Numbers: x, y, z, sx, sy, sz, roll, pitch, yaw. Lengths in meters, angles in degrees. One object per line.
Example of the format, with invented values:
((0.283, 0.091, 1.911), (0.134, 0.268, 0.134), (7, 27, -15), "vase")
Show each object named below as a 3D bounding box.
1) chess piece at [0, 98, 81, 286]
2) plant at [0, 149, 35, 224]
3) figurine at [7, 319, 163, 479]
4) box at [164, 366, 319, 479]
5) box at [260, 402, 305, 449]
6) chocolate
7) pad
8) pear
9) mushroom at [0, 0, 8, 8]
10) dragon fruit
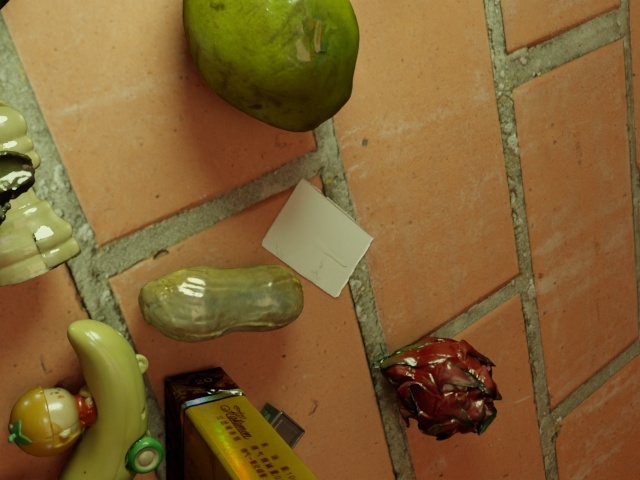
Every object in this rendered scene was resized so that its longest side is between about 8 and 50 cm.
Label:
((-0.456, -0.098, 0.932), (0.124, 0.138, 0.307), (-61, 140, -66), "chess piece")
((-0.466, -0.067, 0.792), (0.233, 0.204, 0.178), (-24, 115, 9), "plant")
((-0.379, 0.282, 1.075), (0.222, 0.124, 0.325), (-9, 108, -27), "figurine")
((-0.141, 0.408, 1.089), (0.115, 0.415, 0.265), (-7, 107, -28), "box")
((-0.085, 0.370, 1.336), (0.060, 0.063, 0.085), (-52, 124, -15), "box")
((-0.162, 0.108, 1.172), (0.309, 0.134, 0.134), (2, 101, -36), "chocolate")
((0.000, 0.000, 1.334), (0.232, 0.004, 0.157), (38, 79, -36), "pad")
((-0.073, -0.325, 1.054), (0.269, 0.269, 0.321), (-30, 104, -25), "pear")
((-0.437, -0.302, 0.801), (0.130, 0.247, 0.344), (50, 48, -41), "mushroom")
((0.251, 0.302, 1.467), (0.293, 0.234, 0.234), (31, 83, -15), "dragon fruit")
